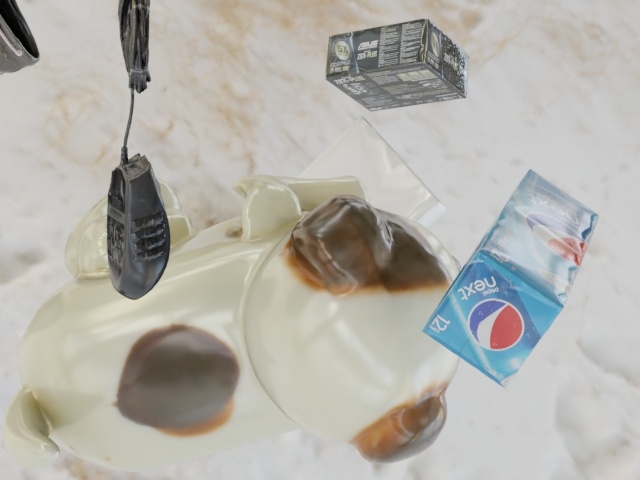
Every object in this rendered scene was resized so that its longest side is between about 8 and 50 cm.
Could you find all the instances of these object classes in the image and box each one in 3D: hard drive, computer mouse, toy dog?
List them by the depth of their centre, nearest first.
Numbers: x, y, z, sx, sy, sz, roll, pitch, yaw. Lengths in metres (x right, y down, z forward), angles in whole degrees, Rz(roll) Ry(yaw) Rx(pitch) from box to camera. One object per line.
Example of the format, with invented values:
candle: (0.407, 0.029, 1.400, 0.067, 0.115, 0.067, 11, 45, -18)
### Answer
computer mouse: (-0.133, -0.074, 0.977, 0.041, 0.242, 0.071, -1, 12, -21)
toy dog: (-0.059, 0.069, 1.168, 0.395, 0.408, 0.284, -20, 100, -54)
hard drive: (0.000, 0.000, 1.983, 0.047, 0.353, 0.233, 38, 11, -49)

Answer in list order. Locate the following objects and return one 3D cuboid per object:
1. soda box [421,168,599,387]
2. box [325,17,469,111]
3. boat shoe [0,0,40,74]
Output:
soda box: (0.138, 0.020, 0.903, 0.067, 0.071, 0.210, 34, 24, 5)
box: (0.122, -0.273, 2.036, 0.147, 0.180, 0.077, 27, 64, -53)
boat shoe: (-0.487, -0.394, 1.862, 0.112, 0.095, 0.335, -83, 166, -53)
